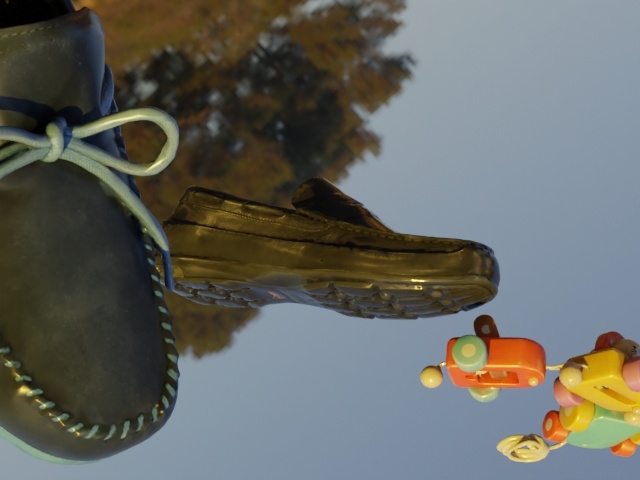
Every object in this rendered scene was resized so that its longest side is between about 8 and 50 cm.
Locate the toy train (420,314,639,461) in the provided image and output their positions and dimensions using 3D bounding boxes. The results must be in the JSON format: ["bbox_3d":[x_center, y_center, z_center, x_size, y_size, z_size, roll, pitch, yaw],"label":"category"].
[{"bbox_3d":[0.133,0.080,0.808,0.125,0.166,0.046,-4,-117,19],"label":"toy train"}]

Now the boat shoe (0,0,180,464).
[{"bbox_3d":[-0.117,-0.049,0.458,0.109,0.258,0.089,-28,179,-42],"label":"boat shoe"}]

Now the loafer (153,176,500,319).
[{"bbox_3d":[0.000,0.000,0.818,0.223,0.076,0.078,4,-108,31],"label":"loafer"}]
